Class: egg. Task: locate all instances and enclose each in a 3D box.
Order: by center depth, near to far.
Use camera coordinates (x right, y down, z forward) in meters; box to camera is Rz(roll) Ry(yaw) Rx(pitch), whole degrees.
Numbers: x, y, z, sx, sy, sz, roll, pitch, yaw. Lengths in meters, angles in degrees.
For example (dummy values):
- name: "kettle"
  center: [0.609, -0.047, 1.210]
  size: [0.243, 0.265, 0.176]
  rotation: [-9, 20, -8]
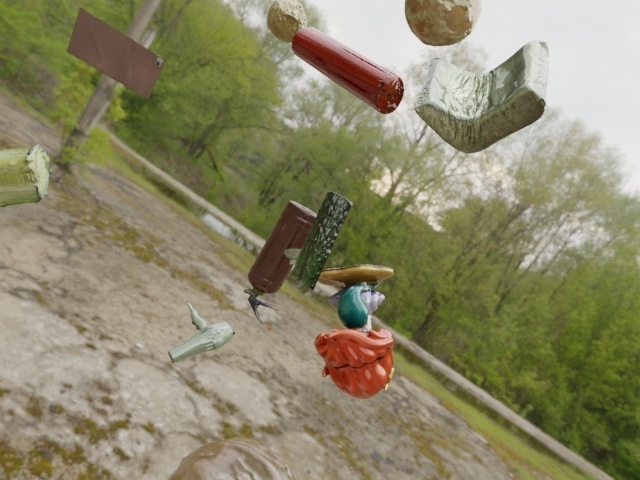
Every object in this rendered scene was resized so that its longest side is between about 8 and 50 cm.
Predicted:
- name: "egg"
  center: [0.319, -0.618, 1.372]
  size: [0.204, 0.203, 0.245]
  rotation: [31, 24, -22]
- name: "egg"
  center: [-0.092, -0.619, 1.455]
  size: [0.118, 0.116, 0.140]
  rotation: [25, 10, 5]

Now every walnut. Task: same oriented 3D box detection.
- name: "walnut"
  center: [-0.146, 0.463, 0.879]
  size: [0.274, 0.226, 0.273]
  rotation: [14, 40, -12]

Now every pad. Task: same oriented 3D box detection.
- name: "pad"
  center: [-0.430, -0.387, 1.089]
  size: [0.188, 0.113, 0.006]
  rotation: [30, 40, -15]

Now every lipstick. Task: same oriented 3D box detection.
- name: "lipstick"
  center: [0.046, -0.320, 0.957]
  size: [0.073, 0.073, 0.279]
  rotation: [28, 14, -51]

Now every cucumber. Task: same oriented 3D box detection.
- name: "cucumber"
  center: [0.001, 0.000, 0.959]
  size: [0.058, 0.186, 0.058]
  rotation: [23, 10, -4]
- name: "cucumber"
  center: [-0.866, -0.165, 1.341]
  size: [0.326, 0.145, 0.105]
  rotation: [-4, 27, 2]

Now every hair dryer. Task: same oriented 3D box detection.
- name: "hair dryer"
  center: [-0.462, 0.329, 1.814]
  size: [0.267, 0.092, 0.229]
  rotation: [18, 38, 35]

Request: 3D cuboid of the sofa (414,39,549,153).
- name: "sofa"
  center: [0.347, -0.327, 1.094]
  size: [0.176, 0.210, 0.226]
  rotation: [39, -38, -21]

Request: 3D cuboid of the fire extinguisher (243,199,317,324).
- name: "fire extinguisher"
  center: [-0.111, 0.068, 1.435]
  size: [0.138, 0.343, 0.102]
  rotation: [29, 6, 0]

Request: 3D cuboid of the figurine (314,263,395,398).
- name: "figurine"
  center: [0.068, 0.187, 1.050]
  size: [0.181, 0.256, 0.208]
  rotation: [3, -19, -20]
